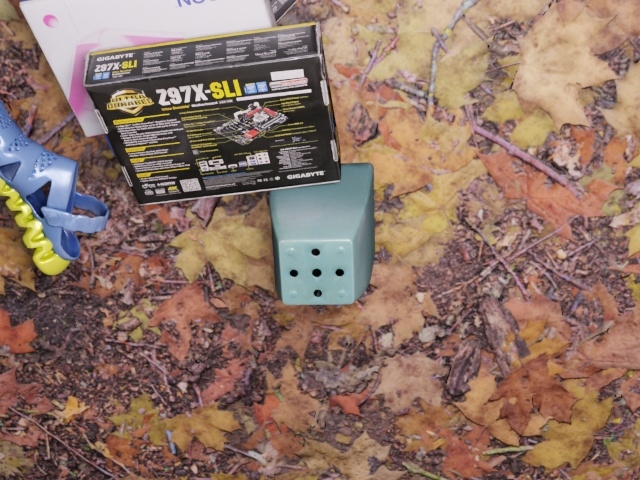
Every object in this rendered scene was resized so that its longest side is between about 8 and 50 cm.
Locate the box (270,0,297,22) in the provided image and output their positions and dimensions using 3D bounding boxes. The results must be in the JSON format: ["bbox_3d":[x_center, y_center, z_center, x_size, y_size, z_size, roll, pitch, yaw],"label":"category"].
[{"bbox_3d":[-0.090,-0.440,1.286,0.216,0.060,0.270,43,110,-14],"label":"box"}]

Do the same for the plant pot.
[{"bbox_3d":[0.000,0.000,1.386,0.165,0.234,0.166,-1,115,4],"label":"plant pot"}]

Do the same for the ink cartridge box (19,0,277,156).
[{"bbox_3d":[-0.213,-0.249,1.310,0.324,0.071,0.330,-9,135,8],"label":"ink cartridge box"}]

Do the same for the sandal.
[{"bbox_3d":[-0.444,-0.102,1.437,0.138,0.126,0.317,-21,120,9],"label":"sandal"}]

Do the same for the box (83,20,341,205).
[{"bbox_3d":[-0.141,-0.173,1.292,0.322,0.079,0.257,-7,141,5],"label":"box"}]
